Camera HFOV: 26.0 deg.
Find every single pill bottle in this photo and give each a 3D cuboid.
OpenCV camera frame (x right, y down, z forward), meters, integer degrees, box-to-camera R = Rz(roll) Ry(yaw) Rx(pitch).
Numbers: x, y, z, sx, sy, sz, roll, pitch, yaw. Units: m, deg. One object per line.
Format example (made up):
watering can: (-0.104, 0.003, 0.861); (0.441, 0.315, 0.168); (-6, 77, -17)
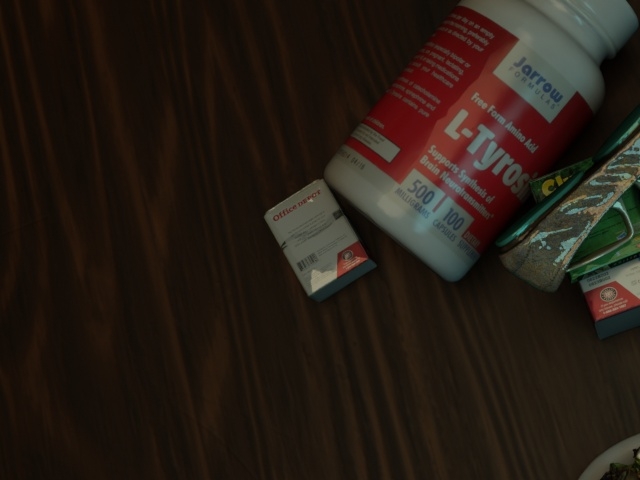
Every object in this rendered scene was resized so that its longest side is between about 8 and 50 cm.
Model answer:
pill bottle: (0.211, -0.167, 1.766); (0.229, 0.229, 0.407); (39, 91, 21)

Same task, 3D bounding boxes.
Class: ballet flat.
ballet flat: (0.344, -0.061, 1.613); (0.316, 0.107, 0.106); (-44, 91, 3)

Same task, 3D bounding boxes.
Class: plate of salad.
plate of salad: (0.390, 0.277, 1.640); (0.200, 0.200, 0.048); (-22, 113, 12)

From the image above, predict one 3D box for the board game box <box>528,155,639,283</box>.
board game box: (0.395, -0.058, 1.657); (0.260, 0.030, 0.136); (-21, 74, 5)

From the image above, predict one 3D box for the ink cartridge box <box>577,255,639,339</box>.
ink cartridge box: (0.373, 0.012, 1.726); (0.128, 0.127, 0.176); (-22, 71, 9)

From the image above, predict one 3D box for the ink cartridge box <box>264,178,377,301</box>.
ink cartridge box: (0.000, 0.000, 1.885); (0.099, 0.056, 0.135); (-32, 71, 8)
